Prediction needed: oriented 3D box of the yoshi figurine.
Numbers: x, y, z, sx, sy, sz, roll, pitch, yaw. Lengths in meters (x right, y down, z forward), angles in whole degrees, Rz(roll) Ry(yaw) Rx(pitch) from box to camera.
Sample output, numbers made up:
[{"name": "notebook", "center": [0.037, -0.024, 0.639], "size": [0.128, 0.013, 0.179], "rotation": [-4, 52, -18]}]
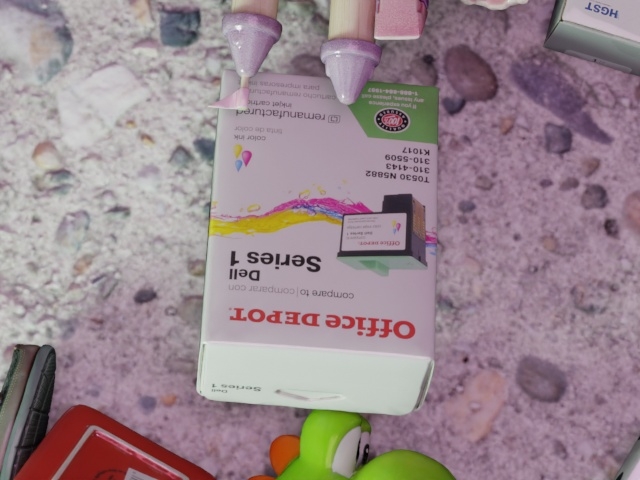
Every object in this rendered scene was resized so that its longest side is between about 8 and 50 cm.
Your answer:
[{"name": "yoshi figurine", "center": [0.026, 0.325, 1.457], "size": [0.203, 0.203, 0.362], "rotation": [15, 77, -18]}]

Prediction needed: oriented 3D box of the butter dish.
[{"name": "butter dish", "center": [-0.195, 0.252, 1.485], "size": [0.159, 0.118, 0.160], "rotation": [28, 39, 3]}]

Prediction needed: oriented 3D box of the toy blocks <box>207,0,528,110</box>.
[{"name": "toy blocks", "center": [0.053, -0.235, 1.481], "size": [0.288, 0.309, 0.260], "rotation": [0, 77, 12]}]

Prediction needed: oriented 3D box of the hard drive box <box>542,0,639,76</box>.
[{"name": "hard drive box", "center": [0.334, -0.278, 1.614], "size": [0.181, 0.089, 0.232], "rotation": [17, 80, -1]}]

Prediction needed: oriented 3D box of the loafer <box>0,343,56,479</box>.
[{"name": "loafer", "center": [-0.303, 0.216, 1.492], "size": [0.084, 0.096, 0.268], "rotation": [12, 82, 4]}]

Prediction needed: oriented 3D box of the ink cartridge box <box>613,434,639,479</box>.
[{"name": "ink cartridge box", "center": [0.369, 0.221, 1.550], "size": [0.165, 0.065, 0.333], "rotation": [34, 79, 2]}]

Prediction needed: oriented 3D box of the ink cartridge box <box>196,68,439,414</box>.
[{"name": "ink cartridge box", "center": [0.000, 0.000, 1.494], "size": [0.201, 0.117, 0.278], "rotation": [4, 62, -3]}]
